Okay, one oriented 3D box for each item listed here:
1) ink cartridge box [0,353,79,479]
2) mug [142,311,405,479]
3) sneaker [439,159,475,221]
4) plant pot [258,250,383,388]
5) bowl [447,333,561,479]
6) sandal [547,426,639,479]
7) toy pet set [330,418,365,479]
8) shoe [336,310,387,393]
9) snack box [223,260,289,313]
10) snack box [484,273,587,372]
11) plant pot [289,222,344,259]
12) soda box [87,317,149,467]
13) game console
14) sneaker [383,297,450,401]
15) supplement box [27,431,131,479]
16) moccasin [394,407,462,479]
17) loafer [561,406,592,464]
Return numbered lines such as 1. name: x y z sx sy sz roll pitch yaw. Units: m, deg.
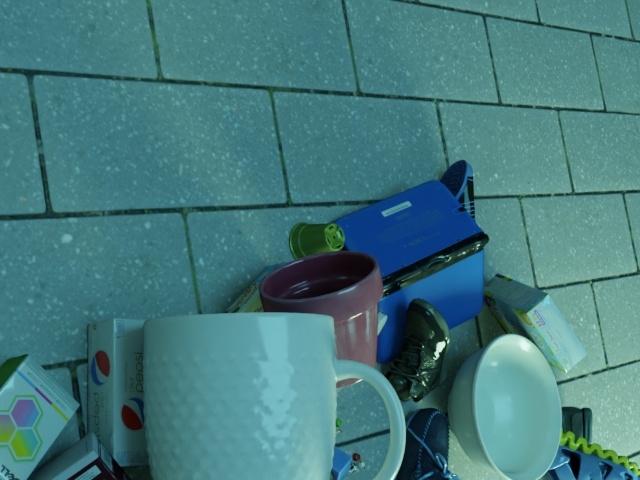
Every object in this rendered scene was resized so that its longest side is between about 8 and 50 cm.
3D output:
1. ink cartridge box: -0.431 0.267 1.395 0.109 0.062 0.209 52 49 -23
2. mug: -0.065 0.275 1.480 0.374 0.276 0.328 -1 82 -2
3. sneaker: 0.290 -0.053 2.196 0.090 0.081 0.232 31 67 -35
4. plant pot: 0.014 0.136 1.710 0.201 0.201 0.180 -31 116 -45
5. bowl: 0.353 0.344 2.111 0.298 0.134 0.298 14 71 -43
6. sandal: 0.549 0.491 2.220 0.317 0.126 0.138 23 73 10
7. toy pet set: 0.036 0.368 1.835 0.114 0.065 0.122 -42 109 -43
8. shoe: 0.043 0.190 1.898 0.178 0.081 0.063 -57 164 -11
9. snack box: -0.108 0.201 1.738 0.322 0.060 0.187 -47 113 -41
10. snack box: 0.445 0.172 2.198 0.070 0.207 0.174 -41 111 -11
11. plant pot: 0.000 0.000 1.887 0.083 0.079 0.083 15 68 -42
12. soda box: -0.297 0.225 1.532 0.069 0.074 0.216 10 73 -43
13. game console: 0.175 0.056 2.045 0.293 0.173 0.250 -23 65 -33
14. sneaker: 0.179 0.220 1.960 0.130 0.087 0.227 -39 142 -34
15. supplement box: -0.299 0.401 1.443 0.130 0.073 0.239 -34 108 -5
16. moccasin: 0.210 0.481 1.942 0.137 0.117 0.342 29 60 -37
17. loafer: 0.559 0.504 2.330 0.096 0.084 0.267 82 17 -67
